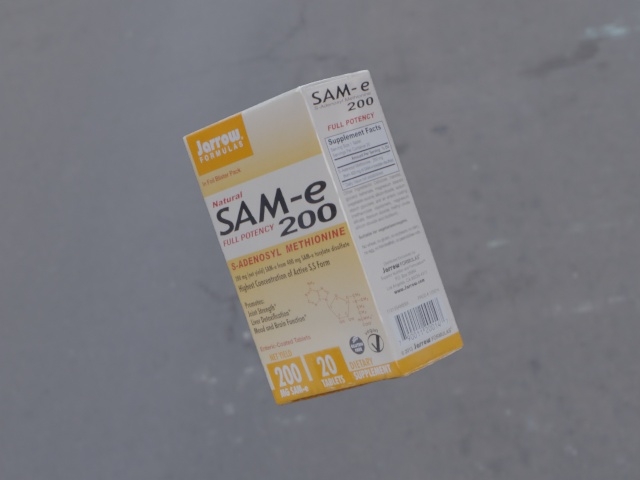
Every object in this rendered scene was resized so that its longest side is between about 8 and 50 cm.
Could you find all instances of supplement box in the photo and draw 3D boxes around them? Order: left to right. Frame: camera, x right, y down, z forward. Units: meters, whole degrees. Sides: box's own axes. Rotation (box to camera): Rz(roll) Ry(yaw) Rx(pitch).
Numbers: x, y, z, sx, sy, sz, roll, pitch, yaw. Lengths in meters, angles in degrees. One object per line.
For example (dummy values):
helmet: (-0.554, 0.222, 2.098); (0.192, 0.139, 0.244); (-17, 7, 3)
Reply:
supplement box: (0.000, 0.000, 0.531); (0.062, 0.098, 0.036); (-19, 1, 44)
